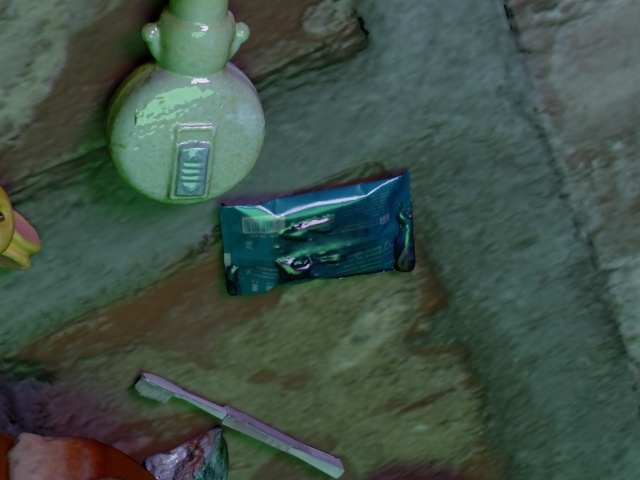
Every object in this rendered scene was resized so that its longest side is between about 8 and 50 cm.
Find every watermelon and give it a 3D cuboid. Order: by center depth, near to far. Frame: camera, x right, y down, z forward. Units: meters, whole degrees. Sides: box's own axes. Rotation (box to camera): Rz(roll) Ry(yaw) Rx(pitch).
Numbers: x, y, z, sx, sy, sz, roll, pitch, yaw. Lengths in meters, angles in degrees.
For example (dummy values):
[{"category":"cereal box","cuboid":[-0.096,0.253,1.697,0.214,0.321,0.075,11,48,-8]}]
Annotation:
[{"category":"watermelon","cuboid":[-0.104,0.181,1.401,0.061,0.085,0.085,31,120,12]}]

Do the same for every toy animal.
[{"category":"toy animal","cuboid":[-0.229,-0.024,1.193,0.083,0.070,0.159,-39,132,11]}]

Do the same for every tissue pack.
[{"category":"tissue pack","cuboid":[0.000,0.000,1.304,0.138,0.028,0.085,-12,128,-12]}]

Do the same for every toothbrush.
[{"category":"toothbrush","cuboid":[-0.058,0.138,1.396,0.194,0.014,0.017,26,114,-31]}]

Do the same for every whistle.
[{"category":"whistle","cuboid":[-0.079,-0.108,1.179,0.104,0.057,0.198,-1,127,-17]}]

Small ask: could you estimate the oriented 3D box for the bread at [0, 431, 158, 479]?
[{"category":"bread","cuboid":[-0.261,0.252,1.321,0.328,0.114,0.295,5,134,-9]}]
